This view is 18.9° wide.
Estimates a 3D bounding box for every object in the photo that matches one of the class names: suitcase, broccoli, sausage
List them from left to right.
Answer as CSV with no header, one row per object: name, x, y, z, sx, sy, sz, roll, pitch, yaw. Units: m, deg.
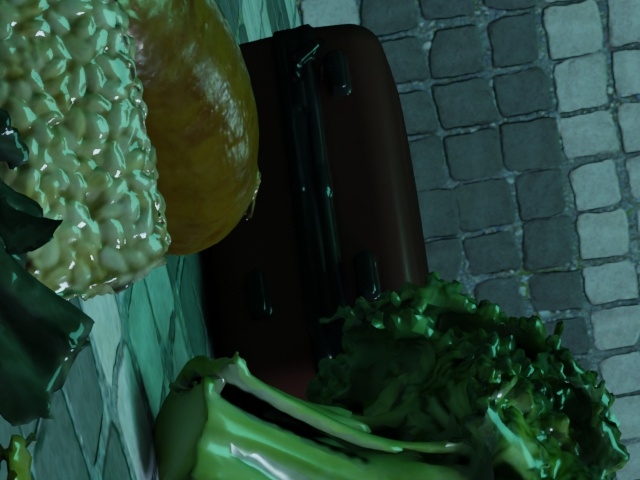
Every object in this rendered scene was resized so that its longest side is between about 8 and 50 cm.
sausage,-0.095,-0.086,0.999,0.270,0.109,0.109,65,16,-61
suitcase,0.000,0.000,1.519,0.236,0.161,0.297,69,12,-64
broccoli,0.021,0.196,1.193,0.249,0.302,0.375,127,-15,-68

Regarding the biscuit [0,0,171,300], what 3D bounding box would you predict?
biscuit,-0.117,-0.054,0.831,0.070,0.082,0.168,-171,-112,-69

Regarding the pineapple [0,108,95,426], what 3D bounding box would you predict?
pineapple,-0.125,-0.059,0.528,0.128,0.128,0.248,-91,174,-60

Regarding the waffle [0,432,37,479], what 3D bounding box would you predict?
waffle,-0.080,0.186,0.615,0.245,0.052,0.254,59,10,-15
